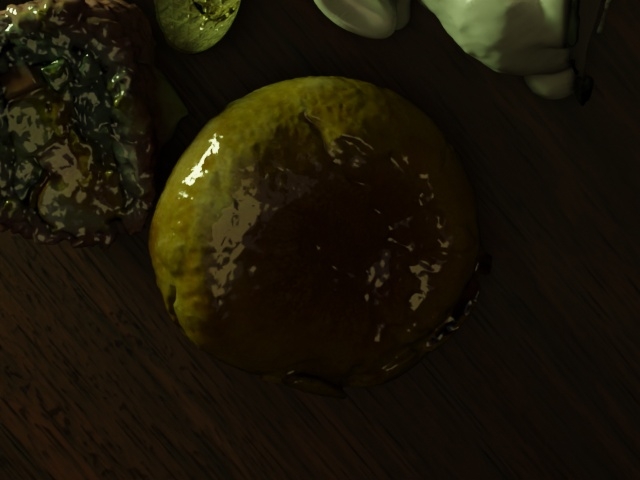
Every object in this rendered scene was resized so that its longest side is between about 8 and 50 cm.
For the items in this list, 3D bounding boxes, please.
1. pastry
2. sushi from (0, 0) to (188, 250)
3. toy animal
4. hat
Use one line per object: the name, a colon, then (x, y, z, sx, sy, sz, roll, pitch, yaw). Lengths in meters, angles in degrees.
pastry: (0.000, 0.000, 1.751, 0.356, 0.164, 0.356, -4, 108, -12)
sushi: (-0.255, -0.127, 1.780, 0.237, 0.171, 0.270, -11, 101, 7)
toy animal: (0.122, -0.286, 1.724, 0.357, 0.194, 0.257, 18, 121, 17)
hat: (-0.106, -0.264, 1.799, 0.146, 0.067, 0.146, -4, 85, 45)
